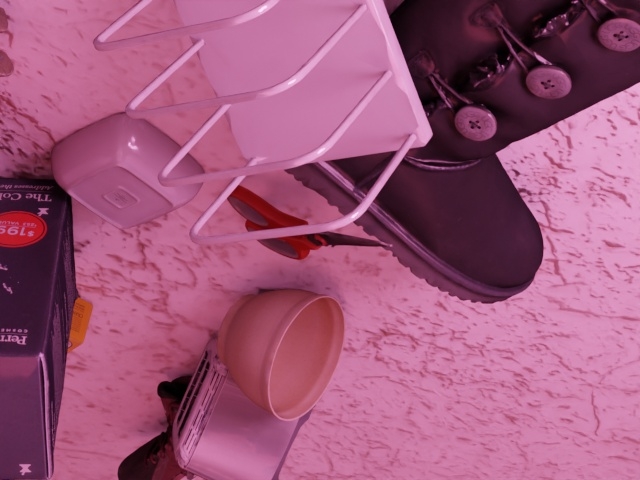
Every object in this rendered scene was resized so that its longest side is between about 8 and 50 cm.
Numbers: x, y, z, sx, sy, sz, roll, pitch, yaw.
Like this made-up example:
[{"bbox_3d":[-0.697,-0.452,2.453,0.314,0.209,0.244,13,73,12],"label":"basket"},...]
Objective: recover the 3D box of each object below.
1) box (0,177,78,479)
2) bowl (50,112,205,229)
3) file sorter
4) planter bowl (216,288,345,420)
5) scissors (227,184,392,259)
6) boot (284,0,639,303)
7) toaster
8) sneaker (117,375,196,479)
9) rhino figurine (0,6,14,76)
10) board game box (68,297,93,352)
[{"bbox_3d":[-0.446,0.086,1.419,0.343,0.312,0.179,0,127,-6],"label":"box"},{"bbox_3d":[-0.216,-0.066,1.459,0.142,0.053,0.142,-20,138,33],"label":"bowl"},{"bbox_3d":[-0.062,-0.152,1.116,0.193,0.173,0.277,-6,121,32],"label":"file sorter"},{"bbox_3d":[-0.058,0.128,1.631,0.109,0.162,0.162,20,153,30],"label":"planter bowl"},{"bbox_3d":[0.000,0.000,1.415,0.297,0.021,0.109,18,151,48],"label":"scissors"},{"bbox_3d":[0.219,-0.131,1.239,0.367,0.146,0.445,29,134,-30],"label":"boot"},{"bbox_3d":[-0.101,0.225,1.741,0.146,0.129,0.227,21,103,-15],"label":"toaster"},{"bbox_3d":[-0.209,0.263,1.888,0.281,0.106,0.162,-24,128,23],"label":"sneaker"},{"bbox_3d":[-0.398,-0.236,1.237,0.106,0.073,0.243,-10,139,34],"label":"rhino figurine"},{"bbox_3d":[-0.488,0.118,1.746,0.242,0.064,0.316,29,139,-28],"label":"board game box"}]
